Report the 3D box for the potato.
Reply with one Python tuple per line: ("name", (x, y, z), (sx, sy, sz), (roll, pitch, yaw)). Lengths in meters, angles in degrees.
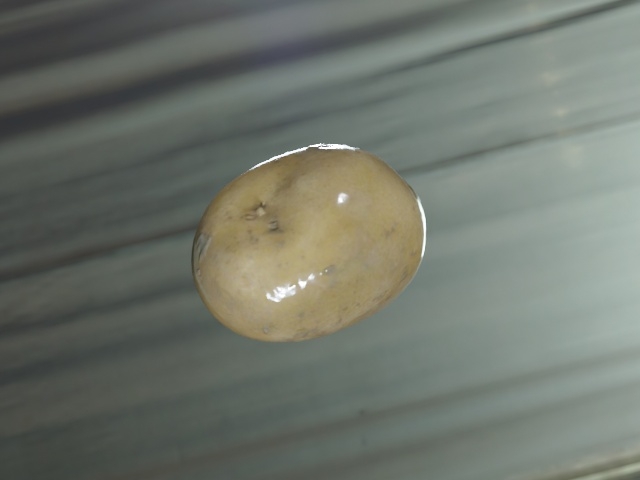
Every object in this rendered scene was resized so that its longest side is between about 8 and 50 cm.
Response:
("potato", (-0.002, 0.002, 0.899), (0.112, 0.147, 0.112), (34, -40, 35))
